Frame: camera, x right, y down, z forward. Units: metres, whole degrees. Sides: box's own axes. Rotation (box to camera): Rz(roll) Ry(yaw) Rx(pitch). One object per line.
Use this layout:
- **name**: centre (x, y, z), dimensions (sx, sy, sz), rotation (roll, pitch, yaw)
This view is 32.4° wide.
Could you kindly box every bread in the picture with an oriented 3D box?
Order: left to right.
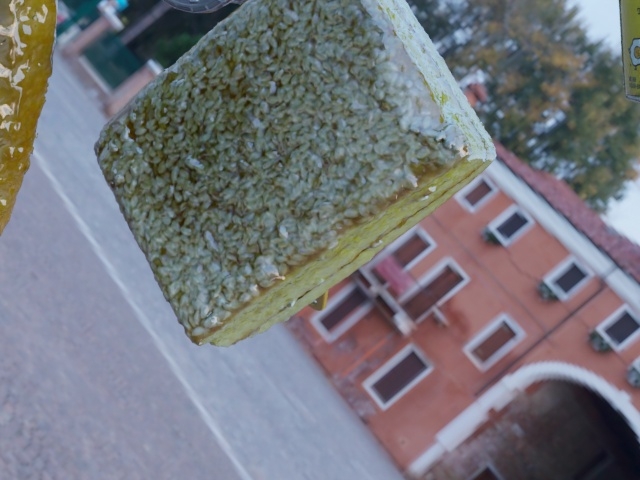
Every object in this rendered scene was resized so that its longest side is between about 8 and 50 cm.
- **bread**: centre (-0.021, -0.063, 0.746), dimensions (0.184, 0.234, 0.110), rotation (60, 18, 18)

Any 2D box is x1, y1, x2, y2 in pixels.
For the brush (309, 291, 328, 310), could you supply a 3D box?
- **brush**: centre (0.000, 0.000, 1.103), dimensions (0.103, 0.013, 0.272), rotation (41, -27, 18)

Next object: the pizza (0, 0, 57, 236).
- **pizza**: centre (-0.341, -0.169, 0.703), dimensions (0.406, 0.440, 0.130), rotation (26, 22, 17)

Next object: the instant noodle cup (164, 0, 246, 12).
- **instant noodle cup**: centre (-0.127, -0.334, 1.242), dimensions (0.208, 0.177, 0.125), rotation (26, 37, 7)

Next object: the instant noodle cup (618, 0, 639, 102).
- **instant noodle cup**: centre (0.384, -0.213, 1.119), dimensions (0.182, 0.182, 0.144), rotation (-135, -137, -73)
